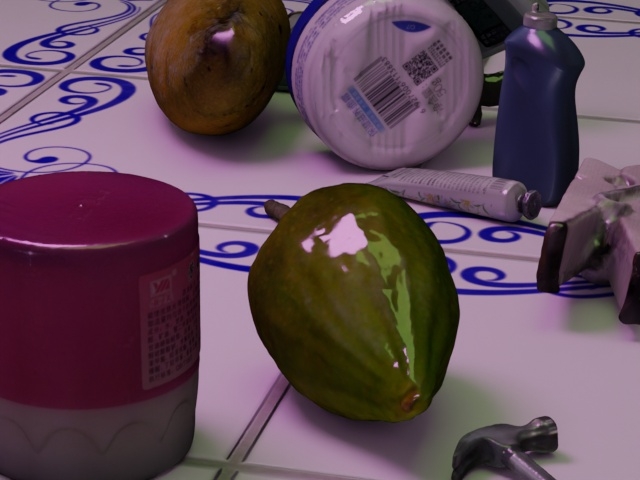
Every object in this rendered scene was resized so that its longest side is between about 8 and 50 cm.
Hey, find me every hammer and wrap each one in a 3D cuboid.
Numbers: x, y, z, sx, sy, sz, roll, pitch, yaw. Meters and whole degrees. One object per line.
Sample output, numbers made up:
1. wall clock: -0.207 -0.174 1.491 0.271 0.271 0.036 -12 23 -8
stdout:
1. hammer: 0.178 0.191 1.356 0.103 0.029 0.246 -8 24 -25

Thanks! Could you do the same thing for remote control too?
1. remote control: 0.108 -0.240 2.214 0.296 0.140 0.056 -22 42 31

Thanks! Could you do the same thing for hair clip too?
1. hair clip: 0.270 -0.009 1.820 0.101 0.085 0.331 8 15 10

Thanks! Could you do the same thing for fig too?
1. fig: 0.044 0.063 1.520 0.167 0.167 0.233 -15 49 -38

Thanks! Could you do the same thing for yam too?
1. yam: 0.001 0.000 1.865 0.027 0.029 0.234 39 -5 -35

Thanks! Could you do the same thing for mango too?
1. mango: -0.112 -0.208 2.201 0.176 0.176 0.329 -14 26 -4

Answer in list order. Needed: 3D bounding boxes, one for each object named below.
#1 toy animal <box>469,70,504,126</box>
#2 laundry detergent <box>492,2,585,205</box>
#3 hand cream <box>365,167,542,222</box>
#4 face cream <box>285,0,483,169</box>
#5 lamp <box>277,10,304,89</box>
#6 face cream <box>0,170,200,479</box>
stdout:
1. toy animal: 0.181 -0.169 2.271 0.136 0.065 0.047 -4 20 -12
2. laundry detergent: 0.227 -0.144 2.004 0.061 0.206 0.097 -16 25 -40
3. hand cream: 0.140 -0.050 1.992 0.194 0.042 0.067 11 30 39
4. face cream: 0.072 -0.182 2.097 0.206 0.206 0.111 -4 22 -14
5. lamp: 0.060 -0.240 2.481 0.267 0.047 0.269 5 21 12
6. face cream: -0.176 0.064 1.434 0.175 0.194 0.175 0 21 0
